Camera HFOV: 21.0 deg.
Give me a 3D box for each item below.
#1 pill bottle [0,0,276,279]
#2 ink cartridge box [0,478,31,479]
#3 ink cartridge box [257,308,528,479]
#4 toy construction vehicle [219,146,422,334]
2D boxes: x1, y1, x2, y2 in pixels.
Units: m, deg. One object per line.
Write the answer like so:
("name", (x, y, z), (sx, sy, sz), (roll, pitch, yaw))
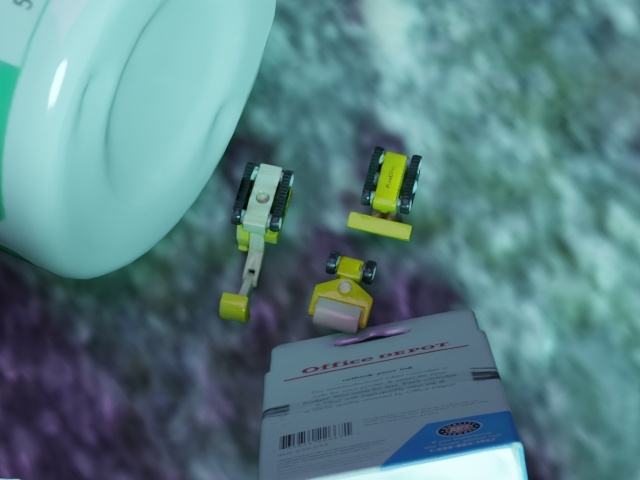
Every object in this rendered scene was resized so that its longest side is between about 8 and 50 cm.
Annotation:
("pill bottle", (-0.220, -0.141, 0.828), (0.361, 0.204, 0.204), (25, 72, 17))
("ink cartridge box", (-0.084, 0.215, 0.615), (0.115, 0.273, 0.198), (2, 67, 9))
("ink cartridge box", (0.031, 0.090, 0.740), (0.104, 0.180, 0.060), (-11, 104, 3))
("toy construction vehicle", (0.000, 0.000, 0.833), (0.086, 0.035, 0.098), (10, 65, 6))
